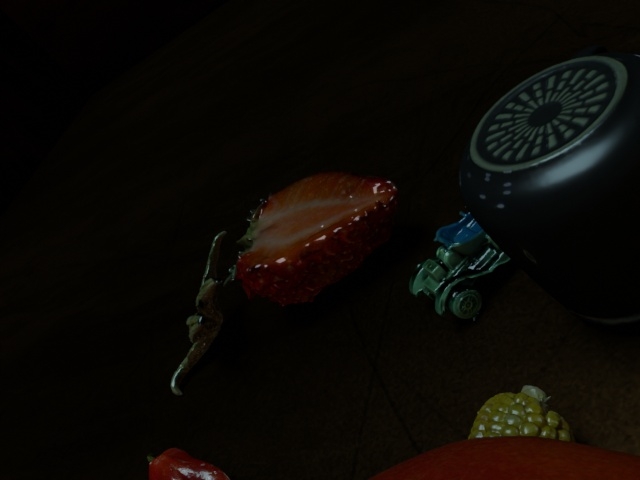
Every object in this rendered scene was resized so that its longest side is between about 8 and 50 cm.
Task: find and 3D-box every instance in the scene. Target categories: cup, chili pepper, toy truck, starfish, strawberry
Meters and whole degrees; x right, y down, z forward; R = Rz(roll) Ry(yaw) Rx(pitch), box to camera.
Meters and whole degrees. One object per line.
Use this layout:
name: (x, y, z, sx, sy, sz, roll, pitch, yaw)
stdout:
cup: (0.220, -0.055, 0.615, 0.169, 0.176, 0.223, -19, 33, 43)
chili pepper: (-0.135, 0.250, 0.807, 0.059, 0.050, 0.191, -40, 30, -30)
toy truck: (0.146, -0.002, 0.749, 0.154, 0.078, 0.080, -46, 26, -2)
starfish: (-0.147, 0.089, 1.001, 0.223, 0.050, 0.216, 149, 130, -70)
strawberry: (0.005, -0.012, 0.933, 0.228, 0.098, 0.174, -29, 32, 21)

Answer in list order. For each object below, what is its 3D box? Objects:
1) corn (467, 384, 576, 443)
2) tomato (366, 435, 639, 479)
corn: (0.113, 0.202, 0.513, 0.080, 0.080, 0.238, -12, 44, 46)
tomato: (0.076, 0.225, 0.318, 0.299, 0.226, 0.298, -7, 72, 20)
